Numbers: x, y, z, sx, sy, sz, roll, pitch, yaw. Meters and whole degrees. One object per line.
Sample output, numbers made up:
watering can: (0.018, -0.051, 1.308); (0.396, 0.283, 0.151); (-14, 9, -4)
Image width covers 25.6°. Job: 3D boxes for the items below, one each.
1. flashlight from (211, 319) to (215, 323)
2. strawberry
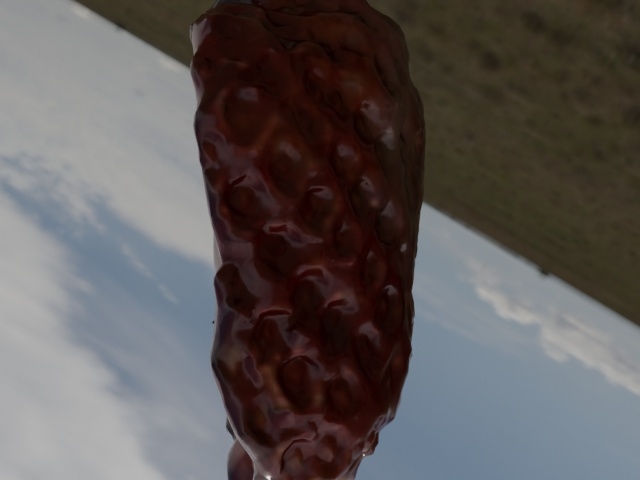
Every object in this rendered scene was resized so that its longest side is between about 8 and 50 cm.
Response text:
flashlight: (-0.045, 0.065, 1.319); (0.110, 0.031, 0.052); (-13, -166, -28)
strawberry: (0.000, 0.000, 0.870); (0.149, 0.336, 0.265); (-3, 152, -5)
